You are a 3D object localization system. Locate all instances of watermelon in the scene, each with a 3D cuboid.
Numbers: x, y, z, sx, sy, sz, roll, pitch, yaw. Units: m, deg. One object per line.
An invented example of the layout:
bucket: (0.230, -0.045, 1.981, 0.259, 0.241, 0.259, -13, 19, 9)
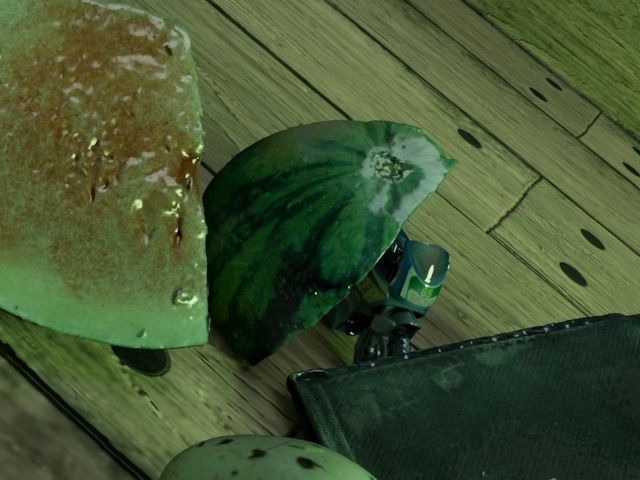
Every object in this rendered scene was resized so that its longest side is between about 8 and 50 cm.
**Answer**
watermelon: (-0.013, 0.001, 0.807, 0.128, 0.231, 0.146, 36, 35, -26)
watermelon: (-0.159, -0.061, 0.734, 0.213, 0.201, 0.262, 9, 40, -31)

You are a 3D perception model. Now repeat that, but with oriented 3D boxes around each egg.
egg: (-0.025, 0.178, 0.597, 0.164, 0.131, 0.131, 23, 17, 30)

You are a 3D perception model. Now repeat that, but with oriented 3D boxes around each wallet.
wallet: (0.168, 0.164, 0.782, 0.342, 0.075, 0.237, -9, 37, -18)

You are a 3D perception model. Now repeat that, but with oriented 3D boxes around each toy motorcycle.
toy motorcycle: (0.045, 0.016, 0.935, 0.092, 0.135, 0.254, 20, 30, -33)
